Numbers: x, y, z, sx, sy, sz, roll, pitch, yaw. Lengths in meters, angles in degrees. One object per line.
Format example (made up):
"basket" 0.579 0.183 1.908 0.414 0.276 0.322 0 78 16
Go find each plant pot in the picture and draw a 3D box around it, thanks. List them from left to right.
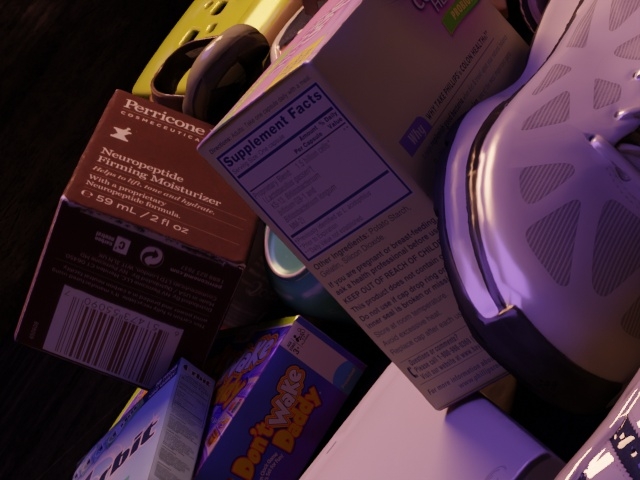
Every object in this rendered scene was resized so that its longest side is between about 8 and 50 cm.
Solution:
"plant pot" -0.043 -0.185 1.978 0.228 0.227 0.207 -54 21 -9

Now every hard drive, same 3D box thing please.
"hard drive" 0.050 0.186 1.164 0.203 0.040 0.307 -52 14 0

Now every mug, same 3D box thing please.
"mug" 0.003 0.007 1.496 0.158 0.097 0.129 -20 65 44

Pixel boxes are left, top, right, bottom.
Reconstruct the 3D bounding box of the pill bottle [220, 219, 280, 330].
"pill bottle" -0.057 -0.041 1.780 0.283 0.161 0.161 -49 15 14

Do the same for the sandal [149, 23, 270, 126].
"sandal" -0.117 -0.160 1.719 0.120 0.086 0.303 -51 -1 -17

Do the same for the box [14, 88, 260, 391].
"box" -0.152 0.004 1.558 0.203 0.168 0.167 -77 8 -57

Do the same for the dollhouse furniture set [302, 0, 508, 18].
"dollhouse furniture set" 0.071 -0.200 1.431 0.242 0.161 0.212 74 -172 -64

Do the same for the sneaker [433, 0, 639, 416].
"sneaker" 0.227 -0.106 1.061 0.257 0.169 0.447 -42 15 40

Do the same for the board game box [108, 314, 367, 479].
"board game box" -0.115 0.194 1.566 0.233 0.078 0.347 -57 15 -19

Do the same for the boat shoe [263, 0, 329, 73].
"boat shoe" 0.102 -0.264 1.737 0.156 0.187 0.500 -38 11 38

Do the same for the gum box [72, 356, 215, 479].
"gum box" -0.161 0.203 1.444 0.157 0.041 0.184 -46 15 25

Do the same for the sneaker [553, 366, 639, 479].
"sneaker" 0.192 0.102 0.748 0.148 0.131 0.350 -37 20 57

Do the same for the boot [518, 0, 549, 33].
"boot" 0.241 -0.271 1.470 0.377 0.138 0.284 -54 15 -22

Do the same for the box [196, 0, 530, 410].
"box" 0.074 -0.051 1.176 0.117 0.243 0.213 -33 14 39
